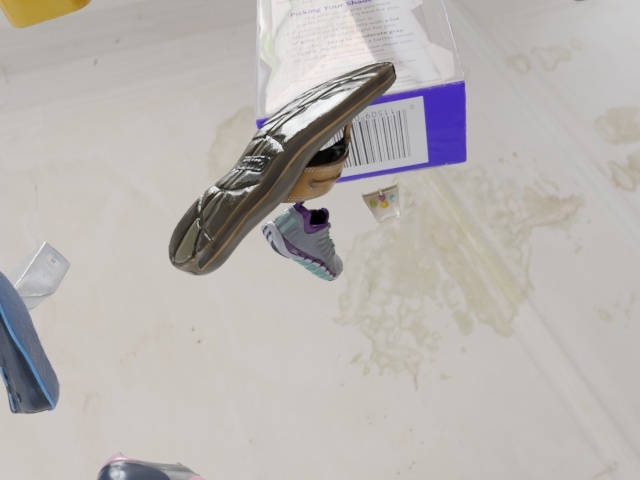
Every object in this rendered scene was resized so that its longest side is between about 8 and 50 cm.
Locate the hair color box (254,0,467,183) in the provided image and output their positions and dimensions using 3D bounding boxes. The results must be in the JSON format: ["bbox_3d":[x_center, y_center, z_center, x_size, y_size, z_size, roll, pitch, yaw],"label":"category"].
[{"bbox_3d":[0.032,-0.217,0.647,0.185,0.110,0.339,-9,-127,7],"label":"hair color box"}]

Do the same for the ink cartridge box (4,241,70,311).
[{"bbox_3d":[-0.706,0.196,1.284,0.308,0.091,0.385,-36,-155,10],"label":"ink cartridge box"}]

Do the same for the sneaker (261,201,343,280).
[{"bbox_3d":[0.000,0.000,1.036,0.098,0.223,0.083,-43,-121,11],"label":"sneaker"}]

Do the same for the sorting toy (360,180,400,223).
[{"bbox_3d":[0.136,-0.076,1.309,0.083,0.045,0.075,-17,-102,6],"label":"sorting toy"}]

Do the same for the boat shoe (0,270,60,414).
[{"bbox_3d":[-0.499,0.171,0.964,0.088,0.109,0.259,-16,-75,-6],"label":"boat shoe"}]

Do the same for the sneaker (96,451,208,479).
[{"bbox_3d":[-0.162,0.371,0.863,0.318,0.112,0.131,29,-169,-27],"label":"sneaker"}]

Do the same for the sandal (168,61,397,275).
[{"bbox_3d":[-0.020,-0.050,0.461,0.219,0.090,0.060,-51,-59,-14],"label":"sandal"}]

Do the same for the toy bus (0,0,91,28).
[{"bbox_3d":[-0.371,-0.423,0.673,0.108,0.333,0.130,-14,-141,6],"label":"toy bus"}]
